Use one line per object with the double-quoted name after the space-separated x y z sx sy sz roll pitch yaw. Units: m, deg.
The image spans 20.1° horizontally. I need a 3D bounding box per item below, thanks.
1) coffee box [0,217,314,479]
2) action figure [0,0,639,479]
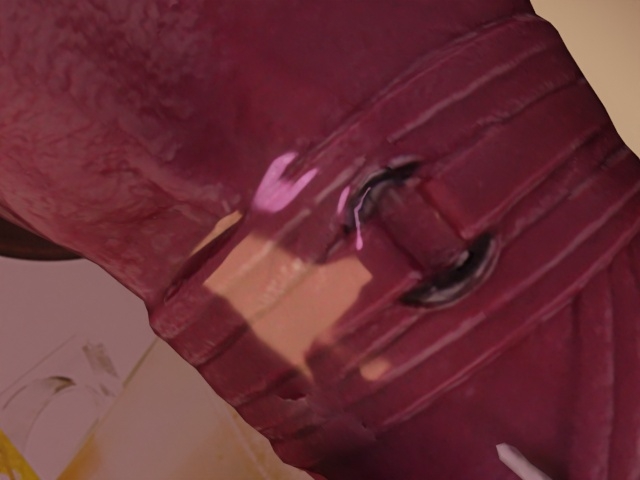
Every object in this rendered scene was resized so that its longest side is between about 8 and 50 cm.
-0.142 0.089 0.700 0.337 0.334 0.338 52 158 2 "coffee box"
0.000 0.000 0.377 0.370 0.248 0.276 54 161 0 "action figure"
